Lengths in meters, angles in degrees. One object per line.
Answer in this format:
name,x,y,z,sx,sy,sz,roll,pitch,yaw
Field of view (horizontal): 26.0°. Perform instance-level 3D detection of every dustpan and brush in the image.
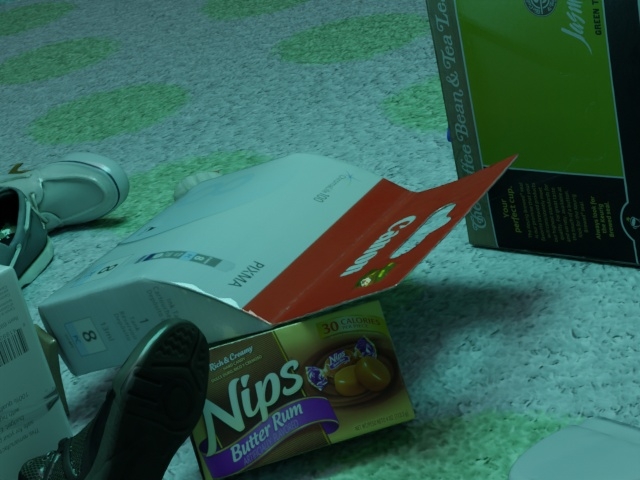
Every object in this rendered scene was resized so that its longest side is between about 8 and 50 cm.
dustpan and brush,0.166,0.200,1.020,0.211,0.060,0.147,-16,12,-25

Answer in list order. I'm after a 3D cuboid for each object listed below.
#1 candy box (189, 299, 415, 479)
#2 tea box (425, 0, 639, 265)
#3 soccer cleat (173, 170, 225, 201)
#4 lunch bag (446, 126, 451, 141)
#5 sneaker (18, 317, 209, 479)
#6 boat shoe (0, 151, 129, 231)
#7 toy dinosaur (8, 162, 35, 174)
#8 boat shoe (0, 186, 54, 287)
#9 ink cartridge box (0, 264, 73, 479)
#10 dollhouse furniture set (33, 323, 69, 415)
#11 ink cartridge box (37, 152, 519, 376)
candy box,-0.025,0.128,1.186,0.187,0.109,0.053,-15,-8,-9
tea box,0.310,-0.167,1.422,0.324,0.329,0.220,8,31,38
soccer cleat,-0.113,-0.040,1.679,0.196,0.068,0.076,10,35,36
lunch bag,0.237,-0.175,1.786,0.129,0.096,0.151,0,40,21
sneaker,-0.175,0.164,1.123,0.130,0.087,0.227,5,70,47
boat shoe,-0.375,-0.049,1.795,0.268,0.096,0.088,-3,29,24
toy dinosaur,-0.413,-0.072,1.931,0.212,0.064,0.112,0,-1,19
boat shoe,-0.404,0.036,1.604,0.116,0.099,0.319,-5,24,15
ink cartridge box,-0.306,0.145,1.159,0.159,0.217,0.092,-30,23,-35
dollhouse furniture set,-0.410,0.162,1.338,0.262,0.135,0.259,-28,39,-32
ink cartridge box,-0.038,-0.009,1.331,0.385,0.091,0.308,-17,15,35
